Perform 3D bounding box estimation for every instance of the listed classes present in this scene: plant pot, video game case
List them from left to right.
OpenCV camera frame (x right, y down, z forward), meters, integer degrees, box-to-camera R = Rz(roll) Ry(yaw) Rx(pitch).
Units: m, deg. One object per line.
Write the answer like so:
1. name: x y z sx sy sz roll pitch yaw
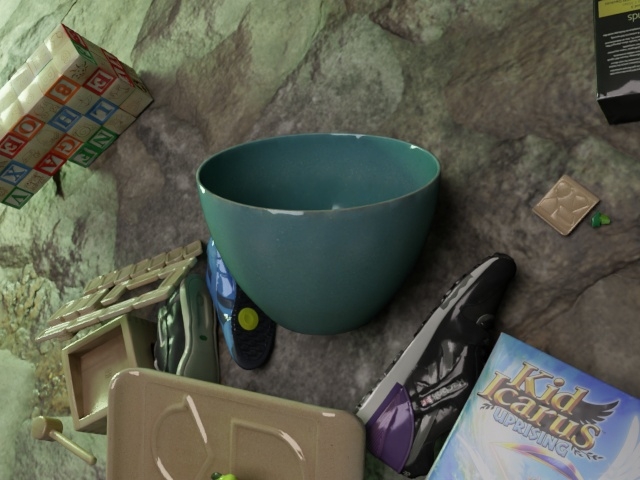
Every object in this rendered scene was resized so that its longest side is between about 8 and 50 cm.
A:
1. plant pot: 0.000 0.000 1.054 0.290 0.290 0.196 14 118 32
2. video game case: 0.254 0.263 0.879 0.269 0.061 0.244 26 82 22

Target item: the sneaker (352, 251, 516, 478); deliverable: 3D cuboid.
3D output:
1. sneaker: 0.161 0.150 1.007 0.124 0.107 0.283 38 95 14

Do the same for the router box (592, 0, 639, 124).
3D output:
1. router box: 0.470 -0.276 0.963 0.308 0.081 0.243 -4 72 28

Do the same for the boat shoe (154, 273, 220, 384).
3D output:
1. boat shoe: -0.193 0.166 1.199 0.079 0.084 0.233 -19 60 28

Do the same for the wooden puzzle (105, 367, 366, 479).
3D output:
1. wooden puzzle: -0.106 0.333 1.056 0.347 0.080 0.322 5 97 26

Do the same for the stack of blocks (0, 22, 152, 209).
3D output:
1. stack of blocks: -0.444 -0.188 1.400 0.297 0.171 0.087 -42 59 12

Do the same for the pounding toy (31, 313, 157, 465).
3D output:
1. pounding toy: -0.311 0.237 1.231 0.206 0.094 0.181 -29 61 19

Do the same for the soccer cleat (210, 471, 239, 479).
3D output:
1. soccer cleat: -0.152 0.388 0.994 0.121 0.093 0.289 37 111 7

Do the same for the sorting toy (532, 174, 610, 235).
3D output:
1. sorting toy: 0.302 -0.034 1.020 0.062 0.012 0.083 -46 54 3

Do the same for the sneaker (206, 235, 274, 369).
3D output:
1. sneaker: -0.119 0.082 1.200 0.082 0.069 0.209 -32 64 50

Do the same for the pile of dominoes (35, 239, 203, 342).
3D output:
1. pile of dominoes: -0.278 0.082 1.245 0.251 0.196 0.040 -19 109 23
